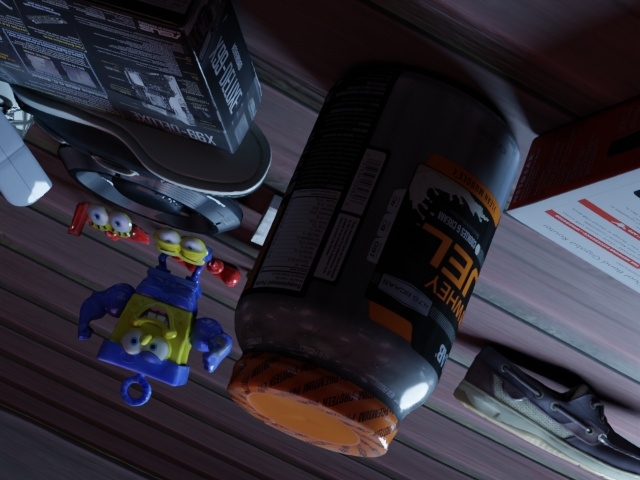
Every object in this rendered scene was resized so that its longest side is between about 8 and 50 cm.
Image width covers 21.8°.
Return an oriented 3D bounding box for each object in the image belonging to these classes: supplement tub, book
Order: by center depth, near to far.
[{"bbox_3d":[0.044,0.021,1.496,0.194,0.316,0.193,20,161,7],"label":"supplement tub"},{"bbox_3d":[0.000,0.000,1.918,0.144,0.035,0.096,24,158,-5],"label":"book"}]

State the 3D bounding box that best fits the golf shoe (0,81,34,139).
[{"bbox_3d":[-0.351,-0.146,1.831,0.077,0.094,0.198,23,159,4],"label":"golf shoe"}]

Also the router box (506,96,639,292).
[{"bbox_3d":[0.376,-0.006,1.409,0.335,0.082,0.301,30,160,-19],"label":"router box"}]

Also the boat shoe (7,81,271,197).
[{"bbox_3d":[-0.179,-0.119,1.701,0.303,0.114,0.091,30,162,17],"label":"boat shoe"}]

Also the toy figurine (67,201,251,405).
[{"bbox_3d":[-0.170,0.115,2.081,0.363,0.217,0.191,20,172,7],"label":"toy figurine"}]

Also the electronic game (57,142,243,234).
[{"bbox_3d":[-0.198,-0.064,1.940,0.229,0.048,0.229,21,169,4],"label":"electronic game"}]

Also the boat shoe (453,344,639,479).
[{"bbox_3d":[0.308,0.220,2.059,0.285,0.092,0.103,25,-176,4],"label":"boat shoe"}]

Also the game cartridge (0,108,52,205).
[{"bbox_3d":[-0.385,-0.166,1.671,0.294,0.060,0.196,56,165,-25],"label":"game cartridge"}]

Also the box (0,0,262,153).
[{"bbox_3d":[-0.223,-0.205,1.558,0.307,0.076,0.242,17,160,16],"label":"box"}]
